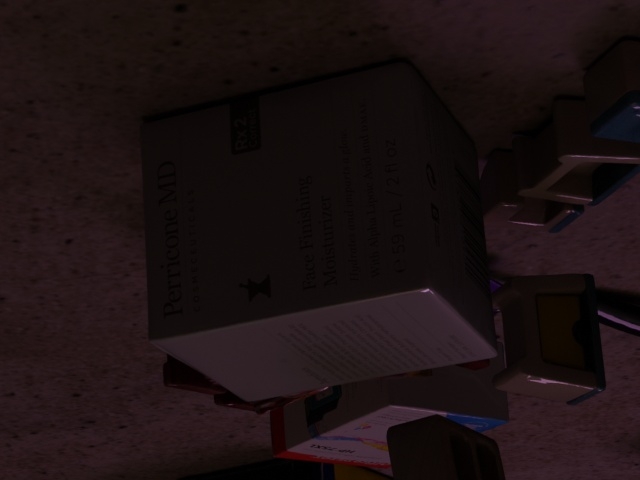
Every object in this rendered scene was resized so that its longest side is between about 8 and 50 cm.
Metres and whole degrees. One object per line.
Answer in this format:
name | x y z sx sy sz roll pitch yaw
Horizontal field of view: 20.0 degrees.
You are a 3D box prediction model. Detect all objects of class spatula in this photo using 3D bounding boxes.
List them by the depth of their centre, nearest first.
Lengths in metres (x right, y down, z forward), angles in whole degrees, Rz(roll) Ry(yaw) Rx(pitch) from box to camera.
spatula | 0.184 0.053 1.478 0.296 0.030 0.084 9 153 -29

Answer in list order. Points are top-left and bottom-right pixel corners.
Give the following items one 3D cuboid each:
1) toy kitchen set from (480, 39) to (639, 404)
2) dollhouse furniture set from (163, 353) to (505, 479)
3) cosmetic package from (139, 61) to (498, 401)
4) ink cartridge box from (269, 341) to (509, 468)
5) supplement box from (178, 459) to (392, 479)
toy kitchen set | 0.201 -0.002 1.155 0.122 0.166 0.207 5 157 -21
dollhouse furniture set | 0.019 0.165 1.278 0.201 0.374 0.152 -15 161 22
cosmetic package | 0.000 0.000 1.148 0.183 0.151 0.151 -12 157 18
ink cartridge box | 0.046 0.150 1.639 0.134 0.078 0.231 11 155 -32
supplement box | 0.013 0.382 2.067 0.194 0.195 0.356 -15 155 26
